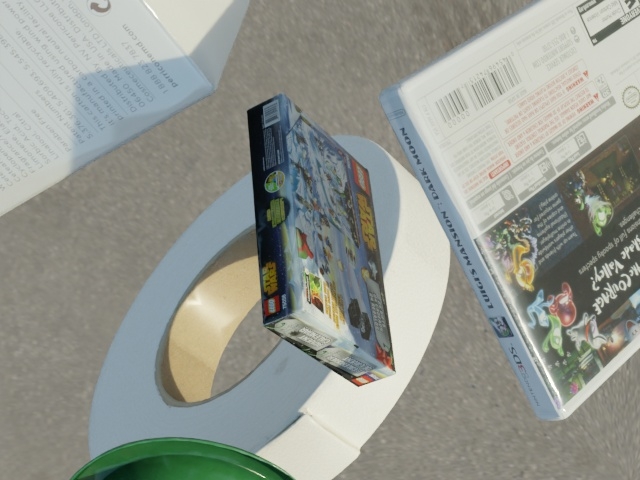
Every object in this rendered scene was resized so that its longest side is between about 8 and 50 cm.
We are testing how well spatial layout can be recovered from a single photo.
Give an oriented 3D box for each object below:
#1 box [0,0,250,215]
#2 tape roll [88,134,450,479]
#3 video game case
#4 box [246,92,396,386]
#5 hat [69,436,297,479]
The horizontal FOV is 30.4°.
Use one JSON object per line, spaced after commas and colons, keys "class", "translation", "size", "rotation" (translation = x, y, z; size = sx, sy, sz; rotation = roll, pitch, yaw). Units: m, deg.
{"class": "box", "translation": [-0.227, -0.130, 0.749], "size": [0.345, 0.168, 0.215], "rotation": [-27, 29, 25]}
{"class": "tape roll", "translation": [-0.054, 0.077, 1.055], "size": [0.392, 0.072, 0.392], "rotation": [-34, 33, 25]}
{"class": "video game case", "translation": [0.132, -0.034, 0.584], "size": [0.190, 0.022, 0.173], "rotation": [-34, 101, -34]}
{"class": "box", "translation": [0.000, 0.000, 0.634], "size": [0.027, 0.094, 0.137], "rotation": [-23, 53, 25]}
{"class": "hat", "translation": [-0.099, 0.242, 0.733], "size": [0.208, 0.183, 0.173], "rotation": [19, 124, -14]}
